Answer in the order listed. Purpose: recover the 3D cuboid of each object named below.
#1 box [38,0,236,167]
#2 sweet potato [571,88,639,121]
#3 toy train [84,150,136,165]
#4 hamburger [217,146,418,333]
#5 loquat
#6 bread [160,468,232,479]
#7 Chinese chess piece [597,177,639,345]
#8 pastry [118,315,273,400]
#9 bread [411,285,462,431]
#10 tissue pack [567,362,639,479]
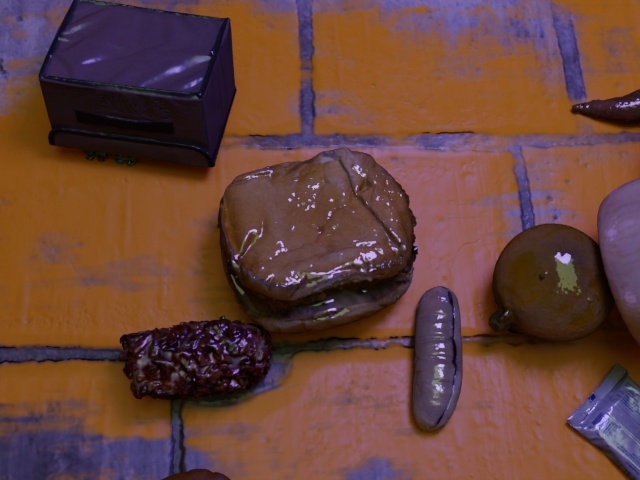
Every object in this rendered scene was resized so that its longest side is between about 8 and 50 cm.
[{"bbox_3d":[-0.267,-0.237,1.275,0.252,0.153,0.188,9,55,1],"label":"box"},{"bbox_3d":[0.529,-0.223,1.393,0.226,0.068,0.068,7,67,1],"label":"sweet potato"},{"bbox_3d":[-0.322,-0.144,1.313,0.092,0.029,0.045,10,59,1],"label":"toy train"},{"bbox_3d":[-0.001,0.001,1.213,0.283,0.145,0.260,-11,57,-4],"label":"hamburger"},{"bbox_3d":[0.324,0.067,1.207,0.204,0.149,0.172,-36,77,-9],"label":"loquat"},{"bbox_3d":[-0.171,0.362,1.077,0.125,0.086,0.156,40,69,13],"label":"bread"},{"bbox_3d":[0.482,0.036,1.185,0.104,0.257,0.257,-20,62,35],"label":"Chinese chess piece"},{"bbox_3d":[-0.166,0.159,1.163,0.208,0.097,0.115,-3,78,-7],"label":"pastry"},{"bbox_3d":[0.169,0.162,1.207,0.073,0.053,0.214,9,66,-5],"label":"bread"},{"bbox_3d":[0.457,0.280,1.193,0.122,0.026,0.193,-41,76,-18],"label":"tissue pack"}]
